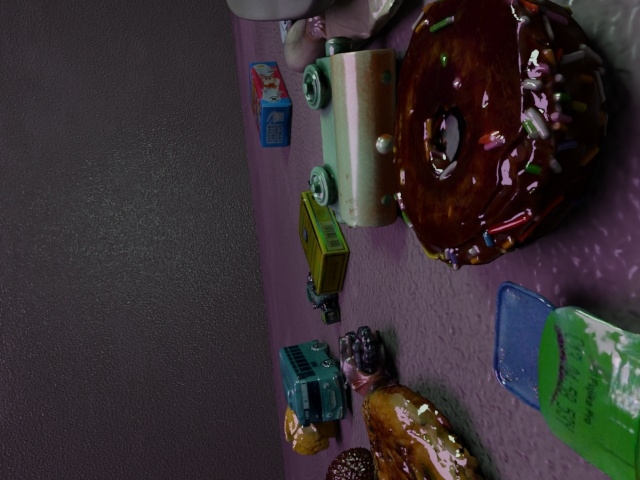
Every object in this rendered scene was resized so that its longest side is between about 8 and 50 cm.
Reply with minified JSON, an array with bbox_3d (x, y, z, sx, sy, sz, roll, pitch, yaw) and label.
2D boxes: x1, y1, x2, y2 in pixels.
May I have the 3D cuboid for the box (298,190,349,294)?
[{"bbox_3d":[0.001,0.000,1.016,0.141,0.064,0.220,97,163,-44],"label":"box"}]

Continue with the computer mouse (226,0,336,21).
[{"bbox_3d":[-0.072,-0.418,0.603,0.331,0.095,0.197,27,123,49],"label":"computer mouse"}]

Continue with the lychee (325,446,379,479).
[{"bbox_3d":[0.070,0.471,0.836,0.129,0.123,0.123,-58,31,23],"label":"lychee"}]

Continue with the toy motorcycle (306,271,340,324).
[{"bbox_3d":[-0.001,0.142,1.098,0.173,0.058,0.100,-146,46,-70],"label":"toy motorcycle"}]

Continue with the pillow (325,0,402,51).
[{"bbox_3d":[0.047,-0.425,0.612,0.274,0.076,0.281,-145,51,-75],"label":"pillow"}]

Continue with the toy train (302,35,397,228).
[{"bbox_3d":[0.055,-0.151,0.639,0.177,0.116,0.286,34,132,58],"label":"toy train"}]

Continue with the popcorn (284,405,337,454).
[{"bbox_3d":[-0.027,0.506,1.192,0.152,0.148,0.167,60,-152,-67],"label":"popcorn"}]

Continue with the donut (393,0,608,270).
[{"bbox_3d":[0.137,-0.092,0.366,0.235,0.089,0.235,175,90,-76],"label":"donut"}]

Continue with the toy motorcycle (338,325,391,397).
[{"bbox_3d":[0.073,0.221,0.781,0.212,0.084,0.118,106,154,-74],"label":"toy motorcycle"}]

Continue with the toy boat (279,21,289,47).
[{"bbox_3d":[-0.085,-0.611,1.097,0.210,0.070,0.292,-113,17,-62],"label":"toy boat"}]

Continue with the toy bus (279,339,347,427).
[{"bbox_3d":[-0.026,0.363,1.113,0.256,0.147,0.128,-157,60,-75],"label":"toy bus"}]

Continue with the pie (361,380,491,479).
[{"bbox_3d":[0.133,0.334,0.579,0.308,0.085,0.308,173,90,-75],"label":"pie"}]

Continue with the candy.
[{"bbox_3d":[-0.175,-0.464,1.447,0.157,0.100,0.306,98,161,-47],"label":"candy"}]

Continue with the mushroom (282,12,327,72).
[{"bbox_3d":[-0.023,-0.411,0.869,0.225,0.093,0.116,-134,61,-76],"label":"mushroom"}]

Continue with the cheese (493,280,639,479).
[{"bbox_3d":[0.200,0.113,0.212,0.320,0.083,0.204,-139,43,-67],"label":"cheese"}]
